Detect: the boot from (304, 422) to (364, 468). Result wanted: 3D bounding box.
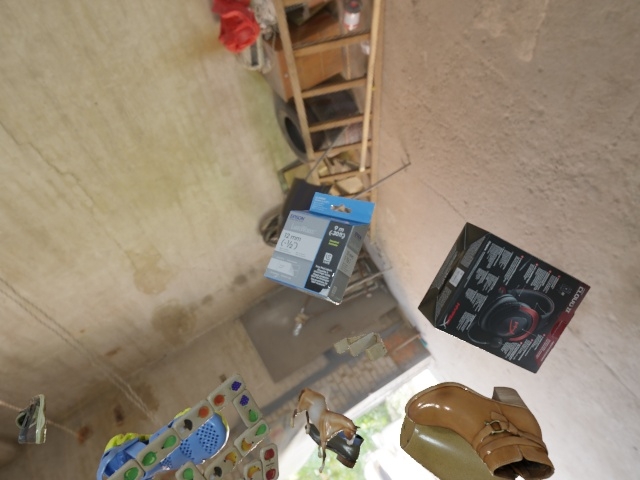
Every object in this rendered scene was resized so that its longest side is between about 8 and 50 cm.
[{"bbox_3d":[0.051,0.678,1.661,0.219,0.106,0.082,30,-175,24],"label":"boot"}]

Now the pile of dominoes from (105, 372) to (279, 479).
[{"bbox_3d":[-0.162,0.344,0.668,0.040,0.251,0.196,0,121,54],"label":"pile of dominoes"}]

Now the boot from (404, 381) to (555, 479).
[{"bbox_3d":[0.336,0.422,1.032,0.220,0.283,0.109,-87,-1,-65],"label":"boot"}]

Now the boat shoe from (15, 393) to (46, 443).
[{"bbox_3d":[-0.561,0.342,0.923,0.152,0.049,0.056,12,94,56],"label":"boat shoe"}]

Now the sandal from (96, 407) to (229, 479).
[{"bbox_3d":[-0.348,0.466,1.034,0.138,0.317,0.126,-41,-73,-85],"label":"sandal"}]

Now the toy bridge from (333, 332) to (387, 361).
[{"bbox_3d":[0.085,0.205,0.941,0.026,0.063,0.188,65,160,0],"label":"toy bridge"}]

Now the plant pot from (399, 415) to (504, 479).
[{"bbox_3d":[0.346,0.539,1.258,0.254,0.237,0.237,21,165,-1],"label":"plant pot"}]

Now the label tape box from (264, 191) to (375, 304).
[{"bbox_3d":[0.000,0.000,1.534,0.249,0.348,0.115,15,169,32],"label":"label tape box"}]

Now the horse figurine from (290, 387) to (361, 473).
[{"bbox_3d":[-0.007,0.489,1.300,0.263,0.066,0.175,42,120,52],"label":"horse figurine"}]

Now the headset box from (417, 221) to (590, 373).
[{"bbox_3d":[0.389,0.126,0.995,0.293,0.218,0.110,25,-171,-14],"label":"headset box"}]
